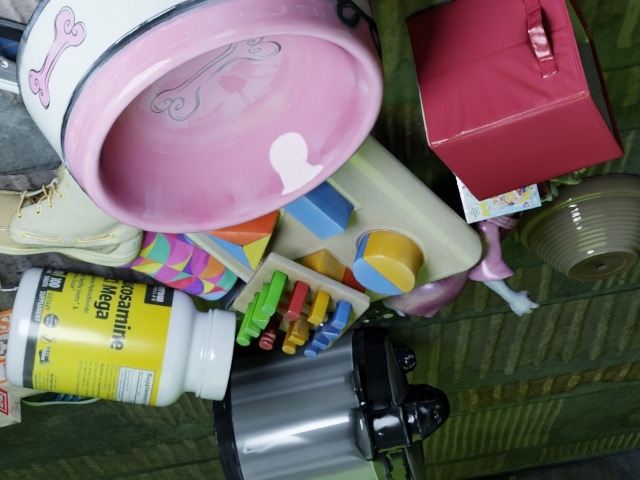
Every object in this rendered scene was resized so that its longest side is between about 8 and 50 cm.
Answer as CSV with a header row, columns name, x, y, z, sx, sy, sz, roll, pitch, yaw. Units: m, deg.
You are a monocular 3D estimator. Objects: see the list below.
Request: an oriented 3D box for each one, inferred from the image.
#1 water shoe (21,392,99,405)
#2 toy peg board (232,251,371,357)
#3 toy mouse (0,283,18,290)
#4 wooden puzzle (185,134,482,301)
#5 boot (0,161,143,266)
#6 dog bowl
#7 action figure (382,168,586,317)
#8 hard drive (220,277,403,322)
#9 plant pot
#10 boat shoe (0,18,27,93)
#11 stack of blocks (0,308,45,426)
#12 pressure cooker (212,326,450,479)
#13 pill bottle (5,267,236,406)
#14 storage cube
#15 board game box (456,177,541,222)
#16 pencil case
name,x,y,z,sx,sy,sz,roll,pitch,yaw
water shoe,-0.475,0.265,2.307,0.203,0.072,0.080,-14,152,7
toy peg board,-0.037,0.115,1.789,0.161,0.079,0.161,25,145,-10
toy mouse,-0.549,0.060,1.890,0.161,0.031,0.143,-4,155,-5
wooden puzzle,0.000,0.000,1.745,0.348,0.080,0.322,-26,126,38
boot,-0.355,-0.064,1.635,0.262,0.095,0.203,12,141,-9
dog bowl,-0.111,-0.164,1.344,0.408,0.150,0.408,-18,150,-11
action figure,0.224,-0.037,1.856,0.276,0.248,0.370,25,147,-9
hard drive,0.026,0.066,2.079,0.339,0.064,0.237,1,153,-24
plant pot,0.448,-0.006,2.030,0.238,0.109,0.237,-8,154,-4
boat shoe,-0.308,-0.206,1.378,0.229,0.080,0.076,13,149,-26
stack of blocks,-0.544,0.218,2.067,0.297,0.171,0.087,-14,155,9
pressure cooker,0.038,0.356,2.346,0.421,0.369,0.375,-14,131,7
pill bottle,-0.306,0.156,1.925,0.334,0.187,0.188,9,152,-7
storage cube,0.233,-0.185,1.486,0.193,0.183,0.215,-18,154,20
board game box,0.232,-0.110,1.686,0.104,0.154,0.026,-14,-175,9
pencil case,-0.225,0.020,1.853,0.104,0.104,0.236,-25,151,29
